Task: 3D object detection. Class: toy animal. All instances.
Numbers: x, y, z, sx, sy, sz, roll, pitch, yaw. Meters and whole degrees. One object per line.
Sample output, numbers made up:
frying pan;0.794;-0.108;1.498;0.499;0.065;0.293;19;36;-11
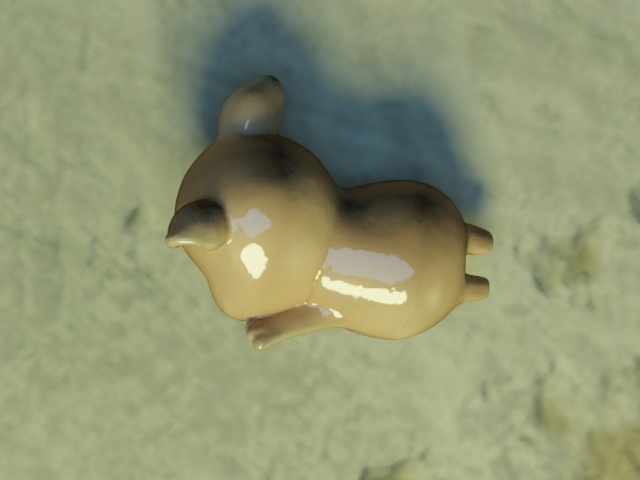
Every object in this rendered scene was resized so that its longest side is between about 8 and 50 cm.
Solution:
toy animal;0.003;-0.004;0.777;0.150;0.083;0.089;16;119;-20
